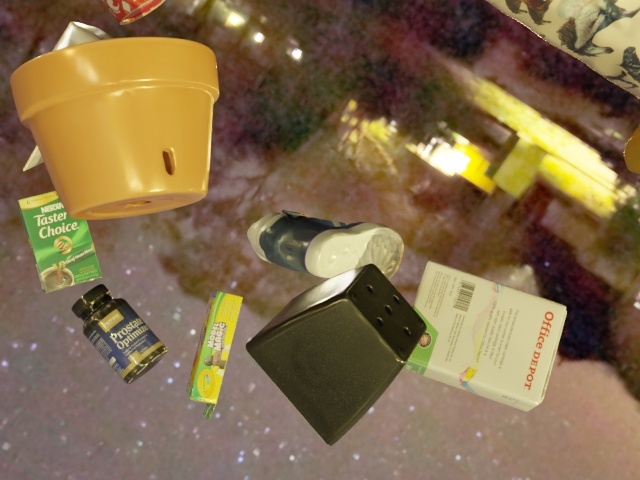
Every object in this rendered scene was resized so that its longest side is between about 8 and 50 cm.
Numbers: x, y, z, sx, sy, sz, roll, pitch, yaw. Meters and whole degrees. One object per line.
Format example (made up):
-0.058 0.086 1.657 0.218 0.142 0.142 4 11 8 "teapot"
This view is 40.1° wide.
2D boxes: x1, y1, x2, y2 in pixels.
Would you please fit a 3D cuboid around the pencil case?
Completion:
0.336 -0.316 1.082 0.410 0.160 0.183 28 163 -17 "pencil case"

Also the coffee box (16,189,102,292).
-0.492 -0.003 1.652 0.113 0.184 0.040 -16 -174 -21 "coffee box"

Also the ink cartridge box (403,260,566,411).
0.303 0.185 1.680 0.278 0.201 0.117 19 163 7 "ink cartridge box"

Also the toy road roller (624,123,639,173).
0.663 -0.213 1.564 0.240 0.202 0.329 16 148 46 "toy road roller"

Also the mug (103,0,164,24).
-0.304 -0.436 1.353 0.113 0.150 0.169 -22 102 51 "mug"

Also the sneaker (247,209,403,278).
0.000 0.000 1.814 0.236 0.130 0.323 19 -169 36 "sneaker"

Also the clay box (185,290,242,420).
-0.196 0.204 1.569 0.053 0.222 0.127 16 172 -10 "clay box"

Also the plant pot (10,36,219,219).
-0.278 -0.146 1.252 0.291 0.291 0.203 4 -105 -73 "plant pot"

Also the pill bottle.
-0.464 0.211 2.006 0.219 0.123 0.123 48 -170 4 "pill bottle"

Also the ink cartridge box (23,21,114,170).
-0.471 -0.268 1.604 0.066 0.261 0.296 32 -174 -11 "ink cartridge box"

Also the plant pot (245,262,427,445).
0.042 0.143 1.260 0.187 0.167 0.188 50 -152 -1 "plant pot"
